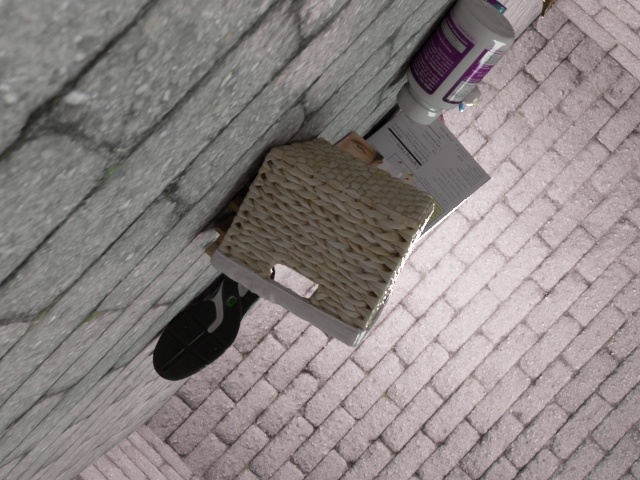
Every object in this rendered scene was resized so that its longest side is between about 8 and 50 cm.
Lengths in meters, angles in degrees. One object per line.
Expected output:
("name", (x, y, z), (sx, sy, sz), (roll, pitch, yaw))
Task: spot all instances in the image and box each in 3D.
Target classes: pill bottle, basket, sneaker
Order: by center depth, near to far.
("basket", (0.022, -0.018, 1.151), (0.266, 0.328, 0.331), (-64, 170, 20))
("pill bottle", (0.324, -0.438, 1.444), (0.169, 0.169, 0.301), (-42, 175, -46))
("sneaker", (-0.308, 0.249, 1.731), (0.447, 0.169, 0.257), (-47, 175, -23))

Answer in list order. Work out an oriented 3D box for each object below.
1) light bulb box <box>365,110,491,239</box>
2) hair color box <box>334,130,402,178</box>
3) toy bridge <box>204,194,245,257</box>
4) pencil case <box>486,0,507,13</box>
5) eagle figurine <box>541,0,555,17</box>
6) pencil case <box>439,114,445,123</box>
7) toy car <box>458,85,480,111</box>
("light bulb box", (0.289, -0.205, 1.915), (0.361, 0.358, 0.225), (-39, 175, -7))
("hair color box", (0.046, -0.131, 1.499), (0.339, 0.185, 0.110), (-43, 174, -43))
("toy bridge", (-0.186, -0.032, 1.181), (0.063, 0.026, 0.188), (-44, 175, -43))
("pencil case", (0.474, -0.645, 1.707), (0.070, 0.064, 0.152), (8, 138, -36))
("eagle figurine", (0.716, -0.838, 1.779), (0.226, 0.225, 0.298), (-4, -122, 29))
("pencil case", (0.346, -0.390, 2.227), (0.386, 0.167, 0.160), (-46, 179, -43))
("toy car", (0.513, -0.564, 2.186), (0.136, 0.182, 0.159), (-43, -167, 25))
